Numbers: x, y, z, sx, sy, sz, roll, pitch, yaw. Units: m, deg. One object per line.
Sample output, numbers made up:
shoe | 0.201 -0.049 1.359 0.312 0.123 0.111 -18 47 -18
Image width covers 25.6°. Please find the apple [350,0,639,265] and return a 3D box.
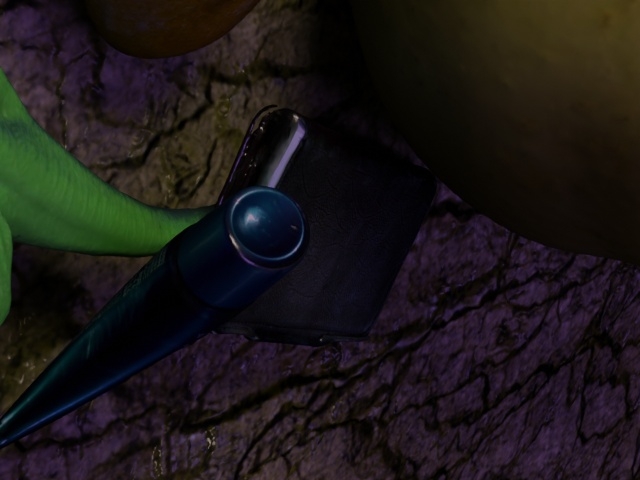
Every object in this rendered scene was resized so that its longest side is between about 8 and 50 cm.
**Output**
apple | 0.239 -0.208 1.011 0.474 0.474 0.473 -22 122 -40

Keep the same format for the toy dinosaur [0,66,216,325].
toy dinosaur | -0.226 -0.127 0.822 0.500 0.144 0.374 -28 113 -50

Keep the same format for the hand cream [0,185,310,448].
hand cream | -0.121 0.058 0.902 0.061 0.270 0.120 53 32 -2

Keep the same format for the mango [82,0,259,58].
mango | -0.094 -0.268 0.814 0.221 0.199 0.384 -40 145 -38

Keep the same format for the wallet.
wallet | 0.000 0.000 1.083 0.172 0.045 0.318 -66 157 6
